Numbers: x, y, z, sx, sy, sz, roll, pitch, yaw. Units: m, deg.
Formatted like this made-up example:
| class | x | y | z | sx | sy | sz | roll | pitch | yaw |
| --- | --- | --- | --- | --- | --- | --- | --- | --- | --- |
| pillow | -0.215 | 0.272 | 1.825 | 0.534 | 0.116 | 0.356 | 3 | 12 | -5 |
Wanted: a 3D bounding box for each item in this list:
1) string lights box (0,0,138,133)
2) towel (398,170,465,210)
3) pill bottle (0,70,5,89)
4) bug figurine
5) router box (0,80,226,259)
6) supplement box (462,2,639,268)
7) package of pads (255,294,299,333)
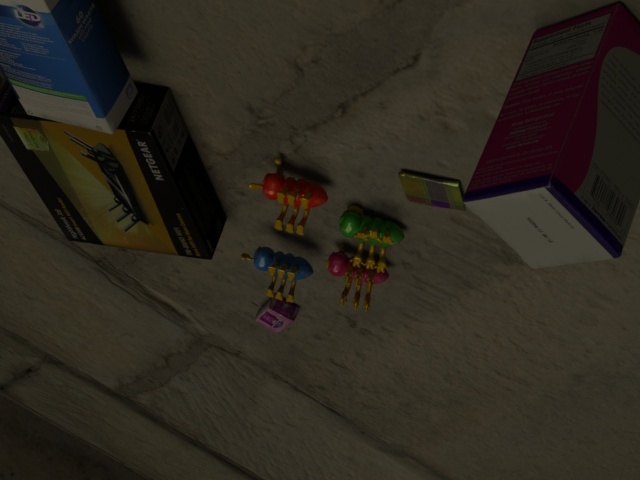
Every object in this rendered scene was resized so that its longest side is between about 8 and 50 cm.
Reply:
| class | x | y | z | sx | sy | sz | roll | pitch | yaw |
| --- | --- | --- | --- | --- | --- | --- | --- | --- | --- |
| string lights box | -0.323 | -0.242 | 1.442 | 0.133 | 0.076 | 0.259 | 14 | 151 | 20 |
| towel | 0.139 | -0.062 | 1.534 | 0.083 | 0.009 | 0.060 | 11 | 149 | 25 |
| pill bottle | -0.483 | -0.202 | 1.596 | 0.117 | 0.208 | 0.117 | 20 | 152 | 11 |
| bug figurine | 0.000 | 0.000 | 1.697 | 0.216 | 0.072 | 0.279 | 17 | 148 | 3 |
| router box | -0.290 | -0.099 | 1.729 | 0.243 | 0.081 | 0.309 | 7 | 149 | 18 |
| supplement box | 0.239 | -0.097 | 1.154 | 0.111 | 0.220 | 0.114 | 41 | 151 | -27 |
| package of pads | -0.072 | 0.122 | 2.019 | 0.050 | 0.032 | 0.083 | 29 | 153 | -9 |
